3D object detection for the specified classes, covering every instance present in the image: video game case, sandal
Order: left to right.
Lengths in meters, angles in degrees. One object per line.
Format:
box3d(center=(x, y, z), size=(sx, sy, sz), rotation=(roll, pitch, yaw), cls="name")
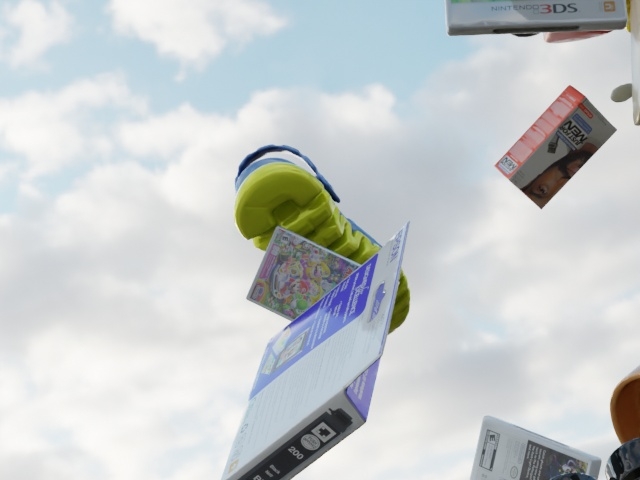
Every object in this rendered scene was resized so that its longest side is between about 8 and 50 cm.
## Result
box3d(center=(-0.007, 0.049, 1.262), size=(0.087, 0.122, 0.011), rotation=(-66, -7, 14), cls="video game case")
box3d(center=(0.000, 0.000, 1.375), size=(0.126, 0.138, 0.317), rotation=(-31, -52, 3), cls="sandal")
box3d(center=(0.248, 0.328, 1.471), size=(0.022, 0.190, 0.173), rotation=(8, 5, -42), cls="video game case")
box3d(center=(0.230, -0.326, 1.331), size=(0.193, 0.212, 0.023), rotation=(-2, -18, 2), cls="video game case")

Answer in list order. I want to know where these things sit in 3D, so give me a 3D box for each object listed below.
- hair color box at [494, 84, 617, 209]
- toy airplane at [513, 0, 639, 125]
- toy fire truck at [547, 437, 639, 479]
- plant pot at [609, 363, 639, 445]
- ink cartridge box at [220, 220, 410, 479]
box3d(center=(0.356, -0.140, 1.834), size=(0.167, 0.053, 0.093), rotation=(-47, -55, 9), cls="hair color box")
box3d(center=(0.449, -0.396, 1.674), size=(0.273, 0.384, 0.386), rotation=(9, -63, -15), cls="toy airplane")
box3d(center=(0.231, 0.288, 0.940), size=(0.217, 0.158, 0.246), rotation=(-29, -60, 12), cls="toy fire truck")
box3d(center=(0.619, 0.258, 1.837), size=(0.203, 0.291, 0.291), rotation=(-39, -12, -27), cls="plant pot")
box3d(center=(0.011, 0.105, 1.054), size=(0.045, 0.206, 0.208), rotation=(39, -59, -14), cls="ink cartridge box")
